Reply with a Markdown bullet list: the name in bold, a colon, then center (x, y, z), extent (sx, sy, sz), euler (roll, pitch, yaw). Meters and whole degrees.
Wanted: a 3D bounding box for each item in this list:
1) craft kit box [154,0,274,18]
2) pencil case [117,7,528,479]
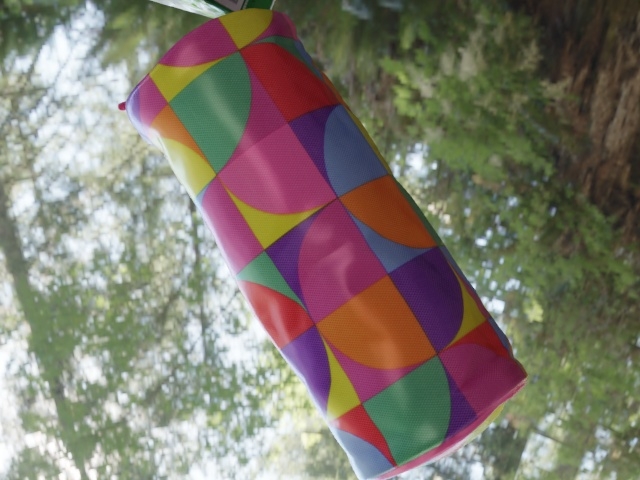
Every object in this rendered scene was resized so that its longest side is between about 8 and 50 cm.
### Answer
- **craft kit box**: center (-0.082, -0.268, 0.668), extent (0.247, 0.061, 0.249), euler (25, -86, 40)
- **pencil case**: center (0.000, 0.000, 0.540), extent (0.104, 0.104, 0.236), euler (-29, -101, -26)
